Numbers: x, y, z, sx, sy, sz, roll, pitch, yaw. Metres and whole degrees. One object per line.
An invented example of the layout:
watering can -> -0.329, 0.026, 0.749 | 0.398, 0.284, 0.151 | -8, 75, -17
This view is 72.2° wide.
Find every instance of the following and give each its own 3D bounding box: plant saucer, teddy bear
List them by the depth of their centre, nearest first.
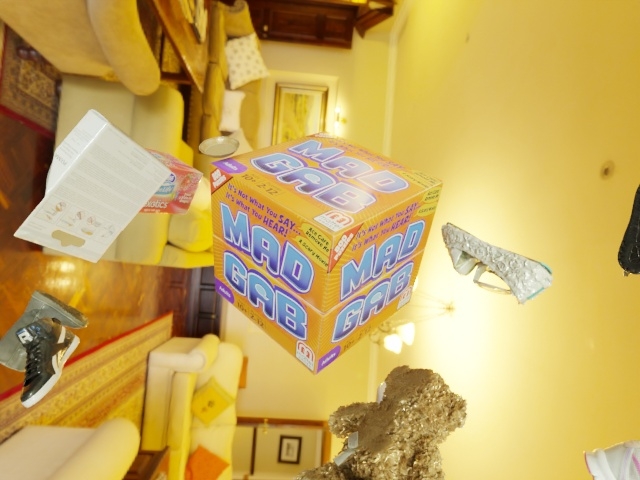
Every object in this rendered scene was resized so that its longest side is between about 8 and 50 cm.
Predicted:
teddy bear -> 0.099, 0.351, 0.708 | 0.338, 0.245, 0.113 | -43, 113, -51
plant saucer -> -0.209, -0.191, 0.912 | 0.083, 0.084, 0.015 | -91, -179, -51

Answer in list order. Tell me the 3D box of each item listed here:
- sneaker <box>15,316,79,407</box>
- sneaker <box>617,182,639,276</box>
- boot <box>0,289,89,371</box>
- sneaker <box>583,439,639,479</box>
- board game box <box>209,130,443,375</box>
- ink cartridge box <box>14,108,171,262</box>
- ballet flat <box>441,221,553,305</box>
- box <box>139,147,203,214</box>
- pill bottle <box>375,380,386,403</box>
sneaker -> -0.626, 0.252, 0.956 | 0.121, 0.079, 0.216 | 55, 7, -25
sneaker -> 0.395, -0.019, 0.511 | 0.051, 0.089, 0.170 | 34, -56, 44
boot -> -0.760, 0.262, 1.191 | 0.208, 0.190, 0.076 | -61, 170, -10
sneaker -> 0.559, 0.438, 0.705 | 0.252, 0.111, 0.103 | 53, 19, 18
board game box -> 0.000, 0.000, 1.017 | 0.357, 0.356, 0.355 | -27, 136, -39
ink cartridge box -> -0.403, -0.087, 0.784 | 0.232, 0.066, 0.189 | -49, 158, -4
ballet flat -> 0.458, 0.059, 1.257 | 0.409, 0.147, 0.146 | -141, -127, -61
box -> -0.490, -0.169, 1.200 | 0.142, 0.154, 0.300 | -64, 160, 12
pill bottle -> 0.222, 0.554, 1.296 | 0.136, 0.137, 0.245 | -104, -161, -77
